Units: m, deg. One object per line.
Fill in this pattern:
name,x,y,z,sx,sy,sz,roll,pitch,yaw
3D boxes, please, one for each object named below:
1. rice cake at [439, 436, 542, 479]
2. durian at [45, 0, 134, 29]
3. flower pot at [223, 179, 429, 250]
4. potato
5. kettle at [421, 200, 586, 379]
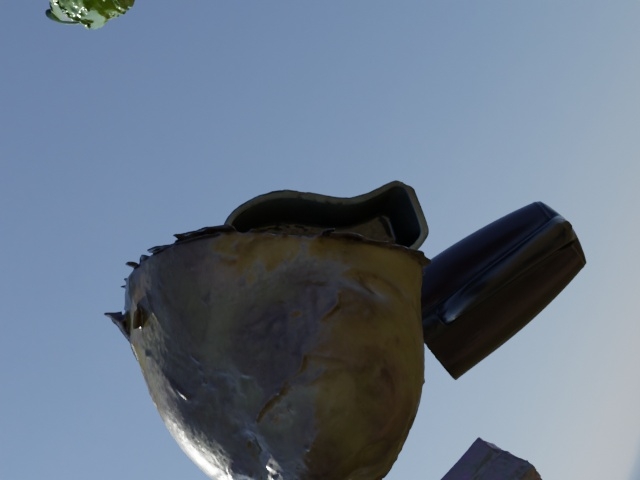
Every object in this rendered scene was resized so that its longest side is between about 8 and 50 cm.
rice cake,0.145,0.375,1.823,0.298,0.106,0.050,-49,-50,-4
durian,-0.346,-0.394,2.242,0.106,0.132,0.375,-48,15,-33
flower pot,0.000,0.000,1.678,0.108,0.229,0.103,123,140,-73
potato,-0.040,0.137,1.362,0.289,0.301,0.237,132,138,-63
kettle,0.213,0.046,1.824,0.232,0.144,0.202,-38,-13,4
